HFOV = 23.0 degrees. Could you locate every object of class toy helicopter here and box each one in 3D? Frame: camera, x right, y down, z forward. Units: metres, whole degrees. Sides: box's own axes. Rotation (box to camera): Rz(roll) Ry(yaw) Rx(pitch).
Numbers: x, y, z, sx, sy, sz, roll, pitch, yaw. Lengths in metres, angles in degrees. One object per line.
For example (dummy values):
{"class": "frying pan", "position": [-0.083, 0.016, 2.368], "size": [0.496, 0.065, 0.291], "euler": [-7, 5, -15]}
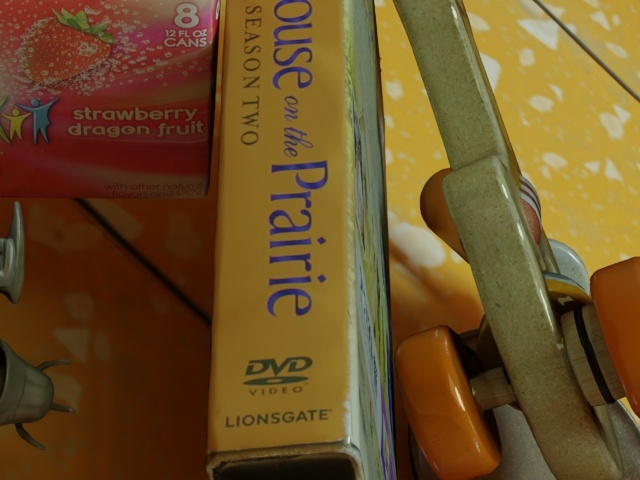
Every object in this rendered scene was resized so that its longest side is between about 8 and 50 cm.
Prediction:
{"class": "toy helicopter", "position": [0.109, -0.025, 0.924], "size": [0.235, 0.140, 0.355], "euler": [31, 41, -68]}

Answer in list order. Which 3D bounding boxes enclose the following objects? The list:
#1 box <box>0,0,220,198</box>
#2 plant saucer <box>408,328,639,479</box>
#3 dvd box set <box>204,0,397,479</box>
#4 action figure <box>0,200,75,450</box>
{"class": "box", "position": [-0.198, -0.119, 0.738], "size": [0.299, 0.154, 0.142], "euler": [1, 54, -6]}
{"class": "plant saucer", "position": [0.127, 0.147, 0.952], "size": [0.198, 0.036, 0.199], "euler": [20, 49, -25]}
{"class": "dvd box set", "position": [0.000, 0.000, 0.793], "size": [0.062, 0.308, 0.420], "euler": [-4, 53, 4]}
{"class": "action figure", "position": [-0.243, 0.041, 0.679], "size": [0.285, 0.099, 0.185], "euler": [14, 70, -17]}
